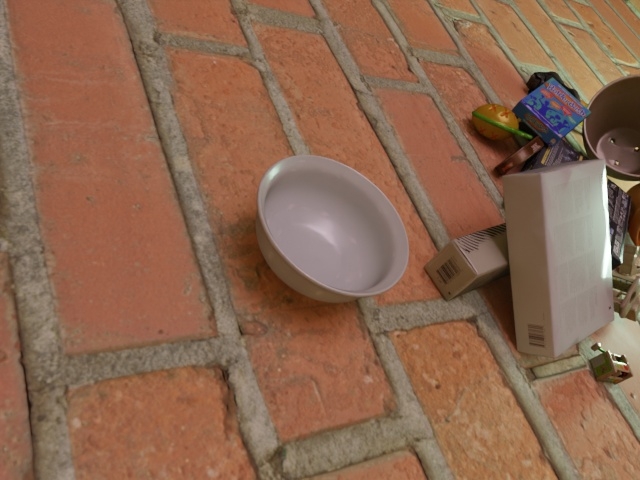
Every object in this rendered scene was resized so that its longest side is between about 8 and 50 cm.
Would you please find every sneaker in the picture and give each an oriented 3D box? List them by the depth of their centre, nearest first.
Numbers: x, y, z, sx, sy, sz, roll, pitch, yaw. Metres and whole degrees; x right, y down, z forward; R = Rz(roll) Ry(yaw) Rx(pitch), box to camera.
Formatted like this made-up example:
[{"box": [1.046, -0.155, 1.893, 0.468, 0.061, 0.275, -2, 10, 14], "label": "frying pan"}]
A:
[{"box": [0.792, -0.509, 1.960, 0.130, 0.087, 0.227, -3, 48, -16], "label": "sneaker"}]

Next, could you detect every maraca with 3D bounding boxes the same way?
[{"box": [0.521, -0.332, 1.636, 0.186, 0.099, 0.127, 28, 24, 14], "label": "maraca"}]

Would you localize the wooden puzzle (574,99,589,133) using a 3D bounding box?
[{"box": [0.926, -0.463, 2.052, 0.239, 0.044, 0.221, 16, 49, -21], "label": "wooden puzzle"}]

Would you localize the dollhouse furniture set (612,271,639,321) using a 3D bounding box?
[{"box": [0.687, 0.138, 1.423, 0.182, 0.161, 0.101, 24, 72, 42], "label": "dollhouse furniture set"}]

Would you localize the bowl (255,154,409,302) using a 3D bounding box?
[{"box": [0.000, 0.000, 1.026, 0.298, 0.134, 0.298, 18, 48, -21], "label": "bowl"}]

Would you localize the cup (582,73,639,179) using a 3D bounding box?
[{"box": [0.988, -0.322, 1.811, 0.331, 0.331, 0.237, 56, 3, 17], "label": "cup"}]

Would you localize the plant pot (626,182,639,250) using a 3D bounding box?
[{"box": [1.011, -0.080, 1.707, 0.205, 0.205, 0.188, 23, 31, -15], "label": "plant pot"}]

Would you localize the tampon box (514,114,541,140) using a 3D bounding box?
[{"box": [0.717, -0.396, 1.810, 0.161, 0.120, 0.101, -13, 65, -38], "label": "tampon box"}]

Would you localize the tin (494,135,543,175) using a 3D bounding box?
[{"box": [0.557, -0.236, 1.593, 0.190, 0.106, 0.040, -33, 90, -43], "label": "tin"}]

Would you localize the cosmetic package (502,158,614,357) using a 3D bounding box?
[{"box": [0.522, 0.026, 1.230, 0.284, 0.097, 0.377, -13, 100, -37], "label": "cosmetic package"}]

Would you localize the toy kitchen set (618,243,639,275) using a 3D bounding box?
[{"box": [0.854, 0.046, 1.587, 0.075, 0.083, 0.068, -8, 19, -37], "label": "toy kitchen set"}]

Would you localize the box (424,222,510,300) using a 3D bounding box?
[{"box": [0.364, 0.036, 1.248, 0.275, 0.113, 0.094, -14, 64, -41], "label": "box"}]

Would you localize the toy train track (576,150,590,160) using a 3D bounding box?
[{"box": [0.878, -0.269, 1.890, 0.083, 0.014, 0.048, 31, 37, -16], "label": "toy train track"}]

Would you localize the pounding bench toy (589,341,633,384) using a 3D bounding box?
[{"box": [0.652, 0.273, 1.282, 0.065, 0.052, 0.083, 15, 49, -23], "label": "pounding bench toy"}]

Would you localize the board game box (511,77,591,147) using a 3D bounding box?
[{"box": [0.677, -0.377, 1.663, 0.160, 0.047, 0.210, 46, 54, 10], "label": "board game box"}]

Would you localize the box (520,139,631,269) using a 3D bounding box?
[{"box": [0.706, -0.114, 1.591, 0.318, 0.097, 0.395, 42, 43, 1], "label": "box"}]
